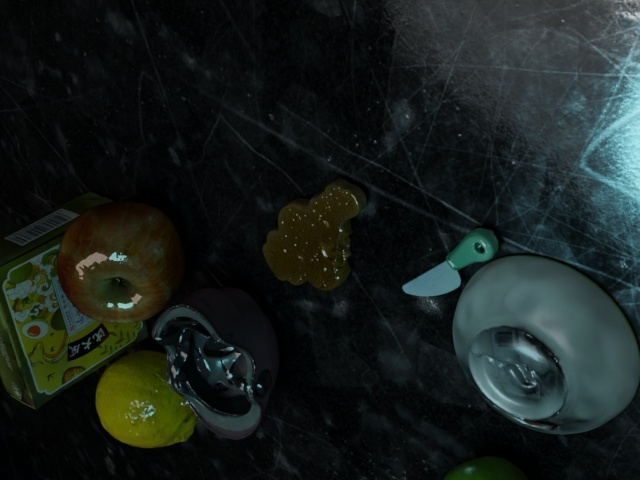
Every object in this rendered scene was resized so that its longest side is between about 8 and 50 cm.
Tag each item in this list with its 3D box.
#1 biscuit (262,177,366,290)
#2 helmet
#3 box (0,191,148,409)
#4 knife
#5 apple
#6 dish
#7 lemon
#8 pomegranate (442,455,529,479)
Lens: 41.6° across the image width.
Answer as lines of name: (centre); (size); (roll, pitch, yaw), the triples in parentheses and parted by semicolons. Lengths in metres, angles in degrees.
biscuit: (-0.004, -0.009, 1.621); (0.183, 0.047, 0.319); (43, 137, 12)
helmet: (-0.206, 0.248, 1.865); (0.271, 0.197, 0.338); (-6, 117, 38)
box: (-0.637, 0.142, 2.075); (0.138, 0.373, 0.420); (16, 125, 35)
knife: (0.224, 0.053, 1.460); (0.063, 0.034, 0.260); (47, 145, 2)
apple: (-0.454, 0.038, 1.925); (0.302, 0.301, 0.301); (24, 129, 32)
dish: (0.337, 0.194, 1.365); (0.324, 0.124, 0.324); (24, 130, 32)
lemon: (-0.433, 0.406, 2.150); (0.320, 0.245, 0.245); (0, 115, 33)
pomegranate: (0.323, 0.497, 1.563); (0.190, 0.159, 0.241); (34, 163, 35)
